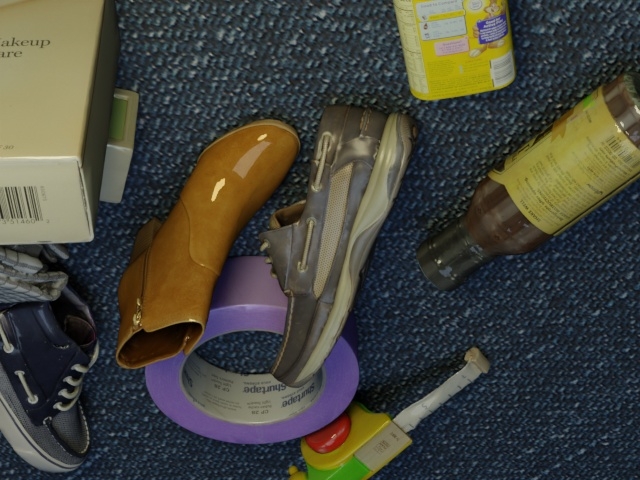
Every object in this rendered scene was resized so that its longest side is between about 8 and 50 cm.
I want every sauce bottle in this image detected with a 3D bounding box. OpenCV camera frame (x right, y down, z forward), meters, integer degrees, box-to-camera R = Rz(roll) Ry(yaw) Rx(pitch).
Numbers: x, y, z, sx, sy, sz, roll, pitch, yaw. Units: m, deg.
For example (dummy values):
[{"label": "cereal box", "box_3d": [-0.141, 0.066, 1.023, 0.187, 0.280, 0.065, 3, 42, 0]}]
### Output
[{"label": "sauce bottle", "box_3d": [0.253, -0.058, 1.612, 0.111, 0.111, 0.344, 34, 124, -30]}]

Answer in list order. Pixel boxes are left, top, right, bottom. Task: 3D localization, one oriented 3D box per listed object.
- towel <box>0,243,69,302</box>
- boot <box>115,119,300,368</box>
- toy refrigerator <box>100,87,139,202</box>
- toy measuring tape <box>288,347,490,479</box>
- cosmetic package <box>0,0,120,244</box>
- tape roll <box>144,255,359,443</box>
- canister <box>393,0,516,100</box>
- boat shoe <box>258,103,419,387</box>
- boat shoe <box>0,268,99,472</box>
[{"label": "towel", "box_3d": [-0.440, -0.016, 1.531, 0.235, 0.121, 0.284, -5, 161, 41]}, {"label": "boot", "box_3d": [-0.127, 0.013, 1.600, 0.104, 0.211, 0.295, 32, 125, -29]}, {"label": "toy refrigerator", "box_3d": [-0.340, -0.130, 1.531, 0.270, 0.102, 0.094, 11, 133, -11]}, {"label": "toy measuring tape", "box_3d": [0.079, 0.239, 1.926, 0.330, 0.121, 0.121, -40, 126, 4]}, {"label": "cosmetic package", "box_3d": [-0.292, -0.139, 1.380, 0.160, 0.309, 0.113, -2, 135, -1]}, {"label": "tape roll", "box_3d": [-0.088, 0.146, 1.816, 0.275, 0.090, 0.274, 0, 134, 0]}, {"label": "canister", "box_3d": [0.138, -0.235, 1.465, 0.126, 0.073, 0.170, -9, 135, 7]}, {"label": "boat shoe", "box_3d": [0.000, 0.000, 1.629, 0.130, 0.132, 0.355, 22, 107, 4]}, {"label": "boat shoe", "box_3d": [-0.343, 0.176, 1.805, 0.158, 0.127, 0.340, -10, 133, 19]}]
